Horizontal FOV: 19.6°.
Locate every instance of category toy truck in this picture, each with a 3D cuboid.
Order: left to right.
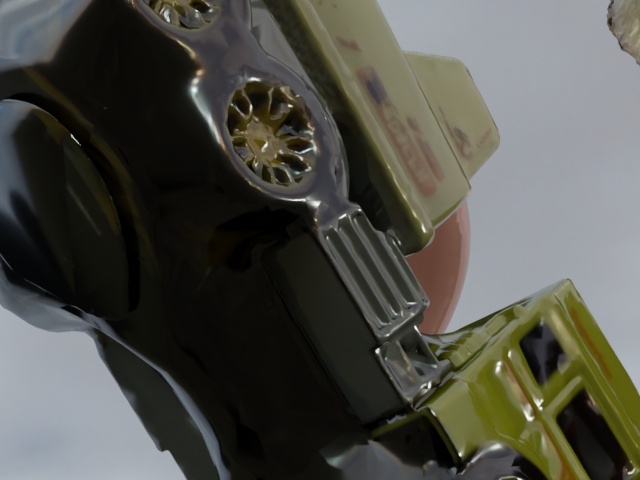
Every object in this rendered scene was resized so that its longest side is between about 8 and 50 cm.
[{"bbox_3d":[-0.004,0.009,0.868,0.180,0.254,0.405,-29,-87,43],"label":"toy truck"}]

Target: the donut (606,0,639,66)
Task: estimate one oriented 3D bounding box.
[{"bbox_3d":[0.366,-0.177,1.401,0.277,0.278,0.108,4,-48,-15],"label":"donut"}]

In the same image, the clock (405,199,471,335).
[{"bbox_3d":[0.000,0.000,1.308,0.227,0.142,0.241,9,-76,-16],"label":"clock"}]
